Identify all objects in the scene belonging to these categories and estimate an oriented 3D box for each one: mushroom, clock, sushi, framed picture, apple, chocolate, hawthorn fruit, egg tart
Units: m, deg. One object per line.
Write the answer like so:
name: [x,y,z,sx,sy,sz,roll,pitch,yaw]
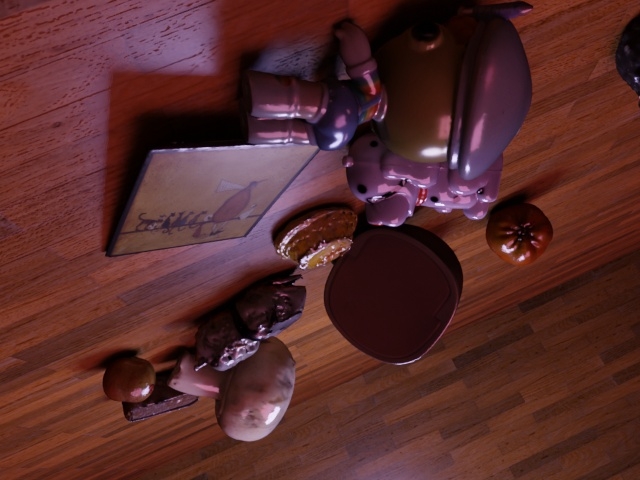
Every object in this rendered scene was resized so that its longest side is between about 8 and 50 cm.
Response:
mushroom: [-0.244,0.387,1.539,0.336,0.314,0.314,23,137,-18]
clock: [0.153,-0.116,0.939,0.254,0.188,0.189,-6,152,-26]
sushi: [-0.168,0.199,1.321,0.332,0.129,0.124,-34,156,18]
framed picture: [-0.170,-0.059,0.840,0.256,0.014,0.339,-10,161,-33]
apple: [-0.460,0.333,1.338,0.126,0.101,0.126,10,177,1]
chocolate: [-0.458,0.443,1.606,0.214,0.093,0.148,-10,154,-32]
hawthorn fruit: [0.550,-0.016,1.551,0.189,0.189,0.189,-22,157,-9]
egg tart: [0.000,0.000,1.139,0.191,0.074,0.191,-24,157,-11]

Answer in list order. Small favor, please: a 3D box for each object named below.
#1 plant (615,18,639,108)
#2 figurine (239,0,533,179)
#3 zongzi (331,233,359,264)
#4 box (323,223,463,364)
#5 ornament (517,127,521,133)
plant: [0.643,-0.296,0.961,0.204,0.234,0.178,-41,159,21]
figurine: [0.091,-0.160,0.725,0.382,0.205,0.224,-15,151,-4]
zongzi: [0.056,0.019,1.296,0.083,0.040,0.076,-40,167,-11]
box: [0.182,0.099,1.266,0.301,0.301,0.216,-38,176,27]
ornament: [0.306,-0.194,1.032,0.074,0.081,0.156,-52,179,-36]
